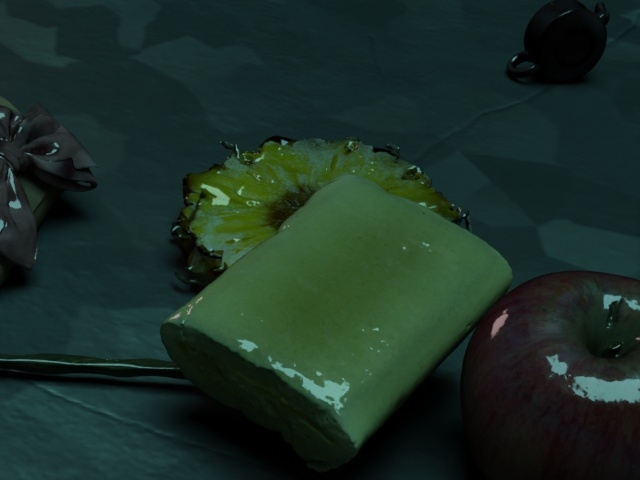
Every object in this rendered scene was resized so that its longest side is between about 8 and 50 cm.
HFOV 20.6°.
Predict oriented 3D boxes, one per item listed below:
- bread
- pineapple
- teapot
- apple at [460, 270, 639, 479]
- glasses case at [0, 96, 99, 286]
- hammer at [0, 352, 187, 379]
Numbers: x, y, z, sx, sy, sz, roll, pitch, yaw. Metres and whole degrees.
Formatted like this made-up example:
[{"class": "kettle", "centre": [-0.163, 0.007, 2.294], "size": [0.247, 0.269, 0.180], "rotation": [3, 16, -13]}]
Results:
[{"class": "bread", "centre": [0.013, 0.043, 1.016], "size": [0.139, 0.060, 0.178], "rotation": [31, 47, 22]}, {"class": "pineapple", "centre": [0.000, 0.000, 1.157], "size": [0.221, 0.047, 0.221], "rotation": [5, 34, -4]}, {"class": "teapot", "centre": [0.196, -0.166, 1.456], "size": [0.100, 0.068, 0.045], "rotation": [-31, 39, -3]}, {"class": "apple", "centre": [0.151, 0.093, 0.994], "size": [0.153, 0.120, 0.153], "rotation": [4, 40, -4]}, {"class": "glasses case", "centre": [-0.202, -0.034, 1.112], "size": [0.102, 0.070, 0.193], "rotation": [16, 33, 3]}, {"class": "hammer", "centre": [-0.129, 0.072, 1.021], "size": [0.292, 0.029, 0.058], "rotation": [4, 32, -10]}]
